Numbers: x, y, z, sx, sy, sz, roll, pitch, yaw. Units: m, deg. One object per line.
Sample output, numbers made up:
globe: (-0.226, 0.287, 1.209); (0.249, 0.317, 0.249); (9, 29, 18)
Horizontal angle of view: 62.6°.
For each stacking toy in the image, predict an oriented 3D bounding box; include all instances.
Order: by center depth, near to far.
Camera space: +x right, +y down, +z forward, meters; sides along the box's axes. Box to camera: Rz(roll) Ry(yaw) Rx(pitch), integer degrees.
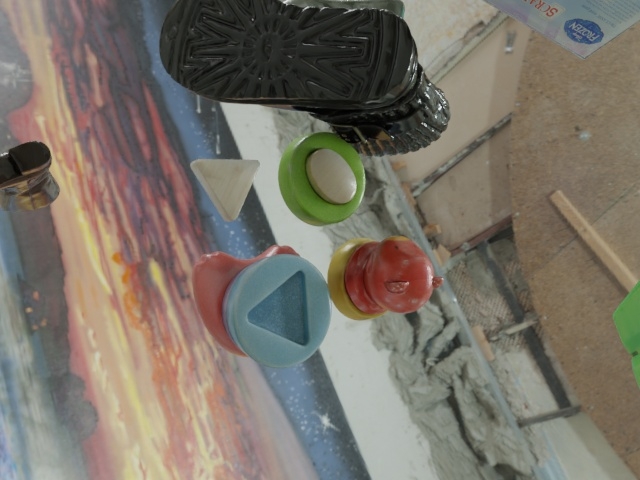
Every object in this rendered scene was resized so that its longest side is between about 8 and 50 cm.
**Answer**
stacking toy: (0.000, 0.000, 0.659); (0.130, 0.309, 0.280); (-4, -79, 56)

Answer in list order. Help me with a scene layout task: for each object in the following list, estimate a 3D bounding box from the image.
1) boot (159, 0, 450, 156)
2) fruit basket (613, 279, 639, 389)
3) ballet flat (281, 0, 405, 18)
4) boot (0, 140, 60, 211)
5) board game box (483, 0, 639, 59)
boot: (-0.011, -0.208, 0.704); (0.348, 0.260, 0.131); (18, -85, 19)
fruit basket: (0.508, 0.138, 0.525); (0.392, 0.283, 0.392); (180, -90, -79)
ballet flat: (0.025, -0.337, 0.767); (0.213, 0.072, 0.068); (22, -81, 25)
boot: (-0.285, -0.043, 0.461); (0.114, 0.106, 0.037); (-25, -93, 62)
board game box: (0.386, -0.418, 0.702); (0.318, 0.318, 0.066); (-34, -132, 52)
